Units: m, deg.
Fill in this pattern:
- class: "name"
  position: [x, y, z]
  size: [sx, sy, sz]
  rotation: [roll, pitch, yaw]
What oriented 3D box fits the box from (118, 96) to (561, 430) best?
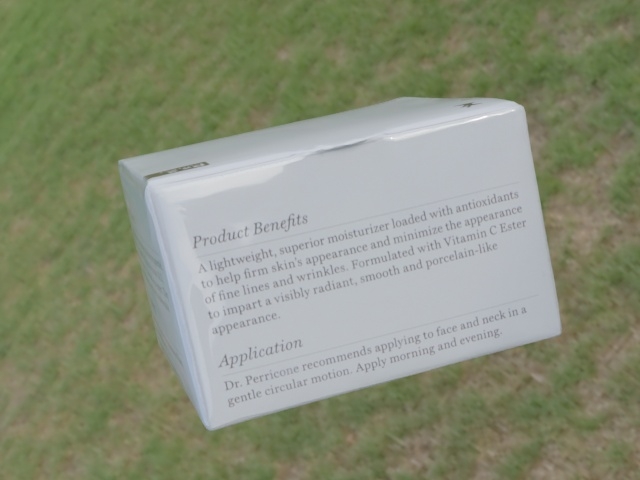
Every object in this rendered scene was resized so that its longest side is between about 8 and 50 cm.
- class: "box"
  position: [0.000, 0.000, 0.642]
  size: [0.181, 0.119, 0.182]
  rotation: [-13, 10, -12]
